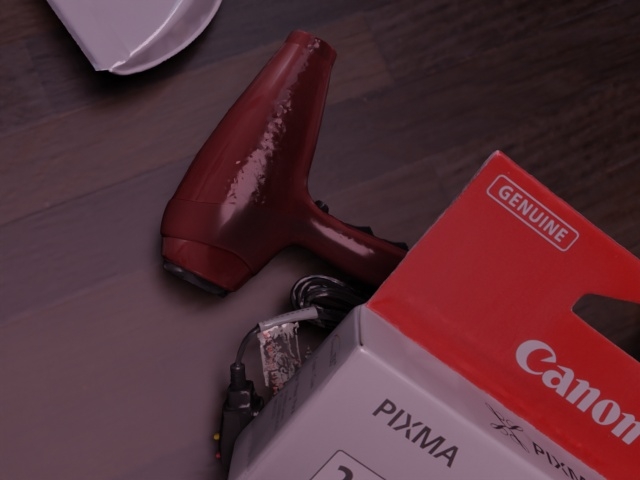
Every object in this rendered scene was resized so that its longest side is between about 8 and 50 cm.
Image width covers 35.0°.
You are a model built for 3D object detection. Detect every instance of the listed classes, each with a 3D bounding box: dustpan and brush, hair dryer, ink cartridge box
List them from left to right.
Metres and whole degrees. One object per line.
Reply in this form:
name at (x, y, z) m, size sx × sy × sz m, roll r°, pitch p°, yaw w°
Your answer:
dustpan and brush at (-0.102, -0.213, 0.748) m, size 0.211 × 0.060 × 0.147 m, roll -33°, pitch 74°, yaw -11°
hair dryer at (0.000, 0.000, 0.715) m, size 0.223 × 0.080 × 0.293 m, roll -14°, pitch 96°, yaw -18°
ink cartridge box at (0.135, 0.135, 0.625) m, size 0.296 × 0.066 × 0.261 m, roll 35°, pitch 109°, yaw -12°
